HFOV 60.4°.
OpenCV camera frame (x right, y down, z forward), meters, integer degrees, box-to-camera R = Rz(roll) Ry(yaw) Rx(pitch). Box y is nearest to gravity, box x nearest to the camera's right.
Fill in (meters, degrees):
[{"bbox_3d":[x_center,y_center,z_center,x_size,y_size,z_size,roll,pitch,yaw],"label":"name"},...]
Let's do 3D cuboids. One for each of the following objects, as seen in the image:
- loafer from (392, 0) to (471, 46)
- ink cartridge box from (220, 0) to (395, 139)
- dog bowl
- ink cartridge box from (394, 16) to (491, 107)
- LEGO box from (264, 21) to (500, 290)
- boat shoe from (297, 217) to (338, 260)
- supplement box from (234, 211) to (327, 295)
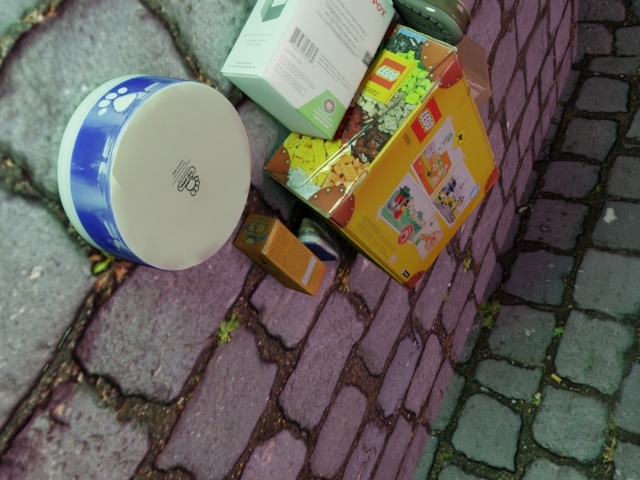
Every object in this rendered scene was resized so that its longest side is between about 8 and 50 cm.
[{"bbox_3d":[0.181,-0.491,1.032,0.130,0.366,0.133,-42,136,15],"label":"loafer"},{"bbox_3d":[-0.013,-0.344,0.940,0.198,0.114,0.273,33,80,-47],"label":"ink cartridge box"},{"bbox_3d":[-0.219,-0.094,0.774,0.265,0.104,0.265,-30,127,-50],"label":"dog bowl"},{"bbox_3d":[0.282,-0.428,1.295,0.234,0.088,0.193,26,49,-19],"label":"ink cartridge box"},{"bbox_3d":[0.168,-0.148,1.194,0.372,0.193,0.500,-52,147,-1],"label":"LEGO box"},{"bbox_3d":[0.000,0.000,1.205,0.183,0.066,0.066,49,39,-69],"label":"boat shoe"},{"bbox_3d":[-0.072,0.032,1.093,0.233,0.078,0.080,44,65,-56],"label":"supplement box"}]
